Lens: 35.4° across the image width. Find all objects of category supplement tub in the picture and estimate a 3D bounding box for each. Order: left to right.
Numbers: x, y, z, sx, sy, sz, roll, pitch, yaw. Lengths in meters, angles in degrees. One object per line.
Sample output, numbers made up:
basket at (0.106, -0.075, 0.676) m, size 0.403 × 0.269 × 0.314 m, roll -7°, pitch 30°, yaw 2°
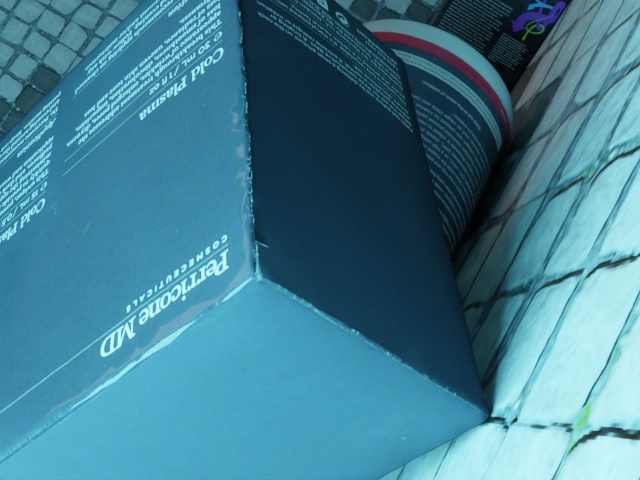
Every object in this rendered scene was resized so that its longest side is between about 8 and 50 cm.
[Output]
supplement tub at (0.042, -0.042, 0.882) m, size 0.272 × 0.191 × 0.191 m, roll -61°, pitch 2°, yaw -29°

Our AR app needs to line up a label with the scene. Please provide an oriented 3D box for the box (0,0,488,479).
box at (-0.104, 0.030, 0.651) m, size 0.343 × 0.179 × 0.312 m, roll -35°, pitch 39°, yaw 27°

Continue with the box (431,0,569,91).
box at (0.190, -0.238, 1.124) m, size 0.162 × 0.116 × 0.029 m, roll -58°, pitch 1°, yaw 32°
